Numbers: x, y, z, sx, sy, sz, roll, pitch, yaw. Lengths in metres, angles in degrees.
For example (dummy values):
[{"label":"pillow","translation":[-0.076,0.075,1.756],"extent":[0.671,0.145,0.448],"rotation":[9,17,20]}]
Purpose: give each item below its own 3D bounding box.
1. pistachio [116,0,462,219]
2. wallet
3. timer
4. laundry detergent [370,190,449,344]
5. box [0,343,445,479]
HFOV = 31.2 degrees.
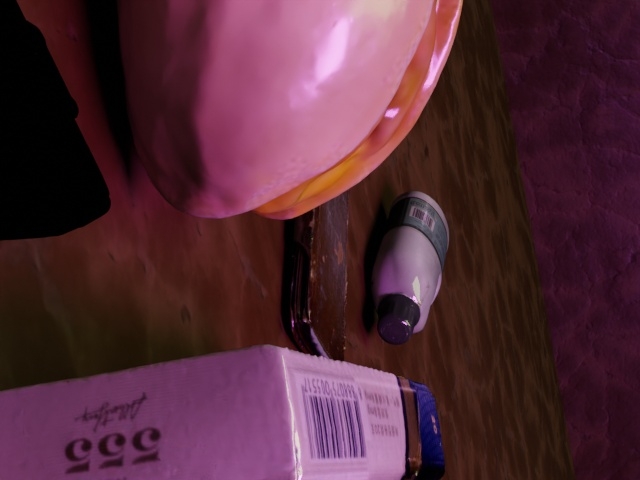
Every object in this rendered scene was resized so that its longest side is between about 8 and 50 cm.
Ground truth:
[{"label":"pistachio","translation":[-0.028,-0.166,0.727],"extent":[0.230,0.230,0.308],"rotation":[-3,101,-73]},{"label":"wallet","translation":[0.000,0.000,1.033],"extent":[0.122,0.031,0.232],"rotation":[63,26,-54]},{"label":"timer","translation":[-0.143,-0.071,0.476],"extent":[0.187,0.055,0.144],"rotation":[-35,100,-87]},{"label":"laundry detergent","translation":[0.095,0.038,1.242],"extent":[0.225,0.070,0.099],"rotation":[-71,153,-59]},{"label":"box","translation":[-0.045,0.109,0.603],"extent":[0.259,0.168,0.071],"rotation":[29,51,-66]}]
